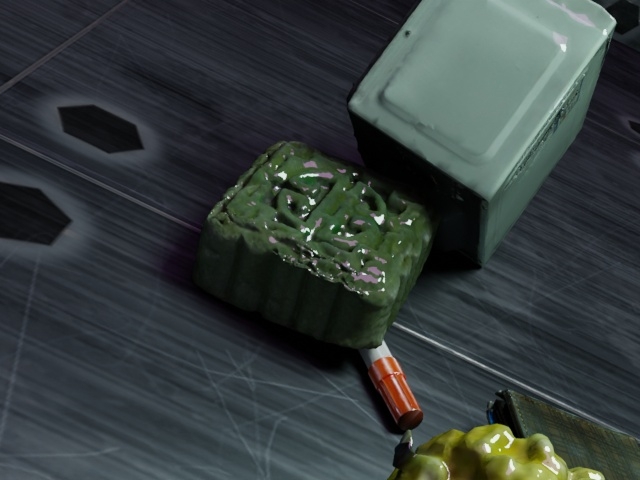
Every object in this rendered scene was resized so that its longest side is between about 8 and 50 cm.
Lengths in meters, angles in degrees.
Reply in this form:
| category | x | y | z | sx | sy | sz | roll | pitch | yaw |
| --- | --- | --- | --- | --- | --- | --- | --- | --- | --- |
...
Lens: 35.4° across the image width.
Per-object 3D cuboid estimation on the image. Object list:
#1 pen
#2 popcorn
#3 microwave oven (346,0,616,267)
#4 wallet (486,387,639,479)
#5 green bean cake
| category | x | y | z | sx | sy | sz | roll | pitch | yaw |
| --- | --- | --- | --- | --- | --- | --- | --- | --- | --- |
| pen | 0.036 | 0.077 | 0.901 | 0.028 | 0.028 | 0.239 | 10 | 32 | -30 |
| popcorn | 0.101 | 0.192 | 0.628 | 0.142 | 0.173 | 0.173 | 20 | 28 | -29 |
| microwave oven | 0.154 | -0.130 | 1.032 | 0.181 | 0.237 | 0.295 | 36 | -6 | 14 |
| wallet | 0.235 | 0.252 | 0.764 | 0.169 | 0.044 | 0.317 | 20 | 30 | -22 |
| green bean cake | 0.000 | 0.000 | 0.900 | 0.184 | 0.094 | 0.185 | 24 | 38 | 11 |
